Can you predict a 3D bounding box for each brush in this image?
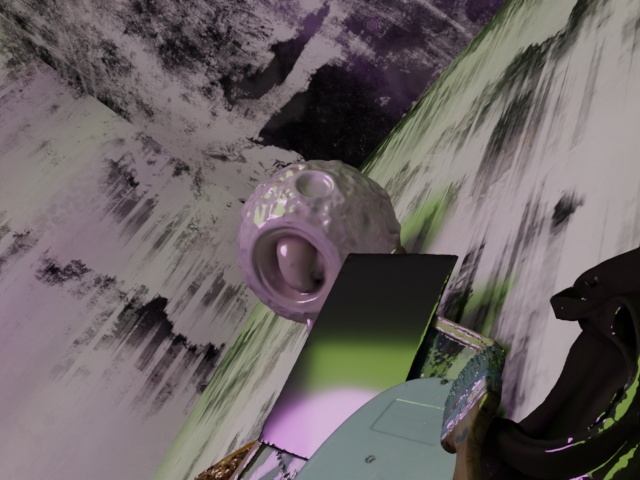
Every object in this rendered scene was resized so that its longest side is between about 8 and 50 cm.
[{"bbox_3d":[0.101,0.136,0.460,0.070,0.021,0.196,-57,0,24],"label":"brush"}]

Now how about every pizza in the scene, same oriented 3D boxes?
[{"bbox_3d":[-0.132,0.405,1.250,0.198,0.062,0.188,-22,-12,-19],"label":"pizza"}]

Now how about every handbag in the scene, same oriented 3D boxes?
[{"bbox_3d":[0.198,0.109,0.480,0.285,0.113,0.257,-57,-2,-4],"label":"handbag"}]

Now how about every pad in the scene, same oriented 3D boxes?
[{"bbox_3d":[0.047,0.142,0.886,0.202,0.005,0.300,0,55,47],"label":"pad"}]

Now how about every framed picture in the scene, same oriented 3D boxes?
[{"bbox_3d":[0.040,0.222,0.837,0.335,0.022,0.247,-54,35,-9],"label":"framed picture"}]

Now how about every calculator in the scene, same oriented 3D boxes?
[{"bbox_3d":[0.058,0.234,0.661,0.184,0.042,0.295,0,33,44],"label":"calculator"}]

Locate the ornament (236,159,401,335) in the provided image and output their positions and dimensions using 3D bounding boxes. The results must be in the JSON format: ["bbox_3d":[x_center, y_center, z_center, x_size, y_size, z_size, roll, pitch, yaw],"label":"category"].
[{"bbox_3d":[0.000,0.000,1.394,0.337,0.337,0.337,-53,7,10],"label":"ornament"}]

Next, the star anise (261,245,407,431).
[{"bbox_3d":[0.040,0.210,0.994,0.359,0.139,0.316,-48,28,17],"label":"star anise"}]
